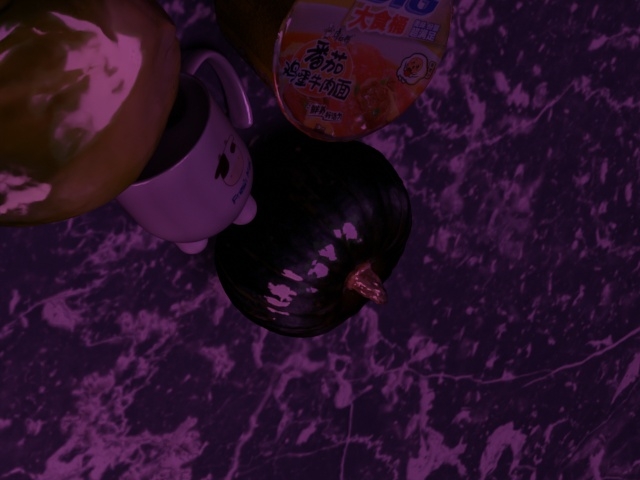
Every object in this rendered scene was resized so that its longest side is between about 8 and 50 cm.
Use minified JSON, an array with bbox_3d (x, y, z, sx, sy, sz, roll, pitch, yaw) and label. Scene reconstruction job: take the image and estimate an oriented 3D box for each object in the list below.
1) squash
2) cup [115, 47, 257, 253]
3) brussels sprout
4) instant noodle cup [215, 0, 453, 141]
[{"bbox_3d":[-0.005,-0.003,1.875,0.218,0.172,0.218,-19,131,-24],"label":"squash"},{"bbox_3d":[-0.134,-0.083,1.775,0.134,0.173,0.142,-20,139,16],"label":"cup"},{"bbox_3d":[-0.260,-0.137,1.548,0.294,0.227,0.259,-32,133,14],"label":"brussels sprout"},{"bbox_3d":[0.001,-0.215,1.752,0.205,0.153,0.205,-21,130,-28],"label":"instant noodle cup"}]
